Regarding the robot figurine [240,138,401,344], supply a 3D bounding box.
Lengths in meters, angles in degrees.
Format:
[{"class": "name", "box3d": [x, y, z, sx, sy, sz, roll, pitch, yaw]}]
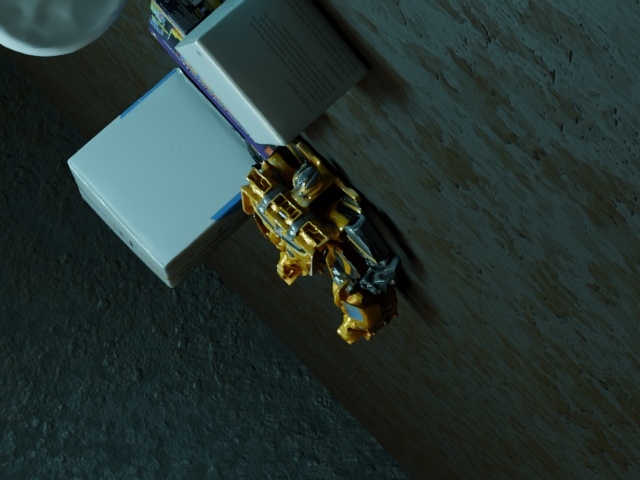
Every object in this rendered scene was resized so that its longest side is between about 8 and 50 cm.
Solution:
[{"class": "robot figurine", "box3d": [0.000, 0.000, 1.659, 0.211, 0.085, 0.291, 43, 171, 22]}]

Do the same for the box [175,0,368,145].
[{"class": "box", "box3d": [-0.038, -0.134, 1.204, 0.101, 0.087, 0.102, 50, 172, -13]}]

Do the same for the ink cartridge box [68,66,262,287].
[{"class": "ink cartridge box", "box3d": [-0.176, -0.067, 1.952, 0.168, 0.171, 0.232, 47, 172, 3]}]

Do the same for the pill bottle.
[{"class": "pill bottle", "box3d": [-0.307, -0.289, 1.588, 0.169, 0.169, 0.301, 52, 171, -31]}]

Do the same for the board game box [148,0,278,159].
[{"class": "board game box", "box3d": [-0.083, -0.156, 1.480, 0.170, 0.048, 0.141, 48, 171, -1]}]
